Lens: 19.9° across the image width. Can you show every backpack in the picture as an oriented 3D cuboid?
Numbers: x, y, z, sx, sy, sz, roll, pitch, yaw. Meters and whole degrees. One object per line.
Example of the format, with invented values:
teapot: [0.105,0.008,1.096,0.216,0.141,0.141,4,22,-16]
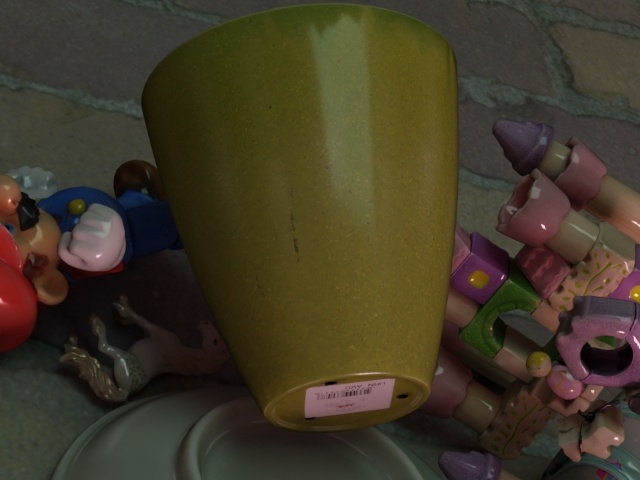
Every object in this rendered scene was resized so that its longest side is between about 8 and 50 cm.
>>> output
backpack: [0.304,0.226,1.703,0.166,0.188,0.144,45,41,13]

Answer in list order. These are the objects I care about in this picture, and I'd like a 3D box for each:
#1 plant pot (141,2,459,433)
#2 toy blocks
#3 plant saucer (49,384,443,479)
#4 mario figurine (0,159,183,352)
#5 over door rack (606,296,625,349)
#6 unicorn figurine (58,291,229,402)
plant pot: [0.000,0.000,1.516,0.274,0.275,0.294,7,62,-28]
toy blocks: [0.141,0.057,1.660,0.260,0.288,0.309,32,30,-11]
plant saucer: [-0.021,0.230,1.492,0.400,0.101,0.400,15,33,-10]
mario figurine: [-0.227,-0.025,1.613,0.320,0.198,0.170,-24,76,-50]
over door rack: [0.424,0.164,1.907,0.324,0.108,0.239,2,40,-51]
unicorn figurine: [-0.154,0.097,1.643,0.111,0.060,0.162,42,56,11]
